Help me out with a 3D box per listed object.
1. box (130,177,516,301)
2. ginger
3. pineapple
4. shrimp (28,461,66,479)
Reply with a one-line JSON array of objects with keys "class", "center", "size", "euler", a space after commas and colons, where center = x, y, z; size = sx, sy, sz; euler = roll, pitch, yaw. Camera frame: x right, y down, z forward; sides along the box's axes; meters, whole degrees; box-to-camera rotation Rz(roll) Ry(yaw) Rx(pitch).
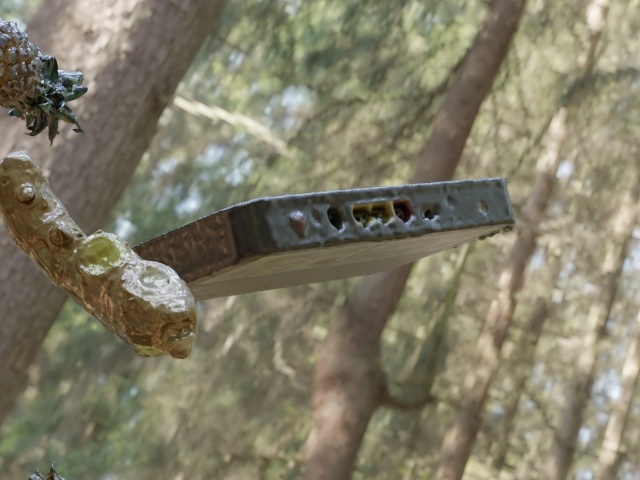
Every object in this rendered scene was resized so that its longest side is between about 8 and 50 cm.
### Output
[{"class": "box", "center": [0.000, 0.000, 1.479], "size": [0.350, 0.058, 0.211], "euler": [-6, -12, -44]}, {"class": "ginger", "center": [-0.138, 0.016, 0.971], "size": [0.173, 0.051, 0.069], "euler": [35, -29, 20]}, {"class": "pineapple", "center": [-0.299, -0.164, 1.541], "size": [0.103, 0.083, 0.221], "euler": [43, 1, 20]}, {"class": "shrimp", "center": [-0.104, 0.187, 0.888], "size": [0.180, 0.041, 0.099], "euler": [44, -60, 26]}]
